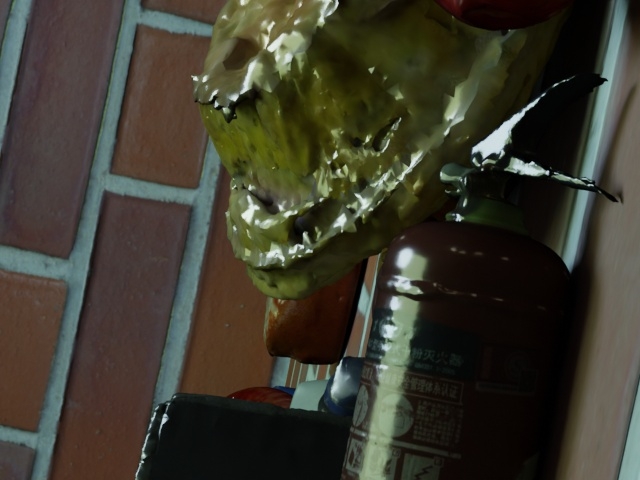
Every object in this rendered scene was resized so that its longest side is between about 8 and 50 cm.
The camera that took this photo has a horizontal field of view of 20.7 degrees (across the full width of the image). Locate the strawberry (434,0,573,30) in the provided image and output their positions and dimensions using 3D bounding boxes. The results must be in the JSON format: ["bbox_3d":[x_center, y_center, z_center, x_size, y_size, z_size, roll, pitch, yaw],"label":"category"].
[{"bbox_3d":[0.085,-0.282,0.902,0.317,0.295,0.345,-43,67,57],"label":"strawberry"}]

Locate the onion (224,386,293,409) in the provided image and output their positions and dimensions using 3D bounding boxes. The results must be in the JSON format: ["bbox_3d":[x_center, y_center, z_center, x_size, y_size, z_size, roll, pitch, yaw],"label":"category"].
[{"bbox_3d":[-0.094,0.287,2.050,0.230,0.163,0.230,-1,88,44],"label":"onion"}]

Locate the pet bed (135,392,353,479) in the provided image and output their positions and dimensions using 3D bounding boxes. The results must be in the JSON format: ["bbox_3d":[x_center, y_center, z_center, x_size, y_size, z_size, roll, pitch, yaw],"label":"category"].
[{"bbox_3d":[-0.035,0.225,1.315,0.159,0.211,0.183,84,-166,-67],"label":"pet bed"}]

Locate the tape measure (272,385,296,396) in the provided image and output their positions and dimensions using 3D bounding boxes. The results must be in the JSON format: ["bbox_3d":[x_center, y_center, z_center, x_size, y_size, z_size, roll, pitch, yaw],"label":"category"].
[{"bbox_3d":[-0.046,0.332,2.189,0.351,0.098,0.215,-89,9,-59],"label":"tape measure"}]

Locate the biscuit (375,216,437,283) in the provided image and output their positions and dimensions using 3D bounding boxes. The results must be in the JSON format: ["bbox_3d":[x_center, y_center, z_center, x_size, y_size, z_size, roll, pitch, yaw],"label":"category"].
[{"bbox_3d":[0.086,-0.092,1.452,0.359,0.046,0.359,7,-90,-87],"label":"biscuit"}]

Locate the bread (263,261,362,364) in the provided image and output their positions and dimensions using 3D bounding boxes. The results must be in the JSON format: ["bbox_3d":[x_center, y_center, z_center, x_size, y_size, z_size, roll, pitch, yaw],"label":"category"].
[{"bbox_3d":[0.000,0.003,2.338,0.295,0.114,0.327,-101,23,-78],"label":"bread"}]

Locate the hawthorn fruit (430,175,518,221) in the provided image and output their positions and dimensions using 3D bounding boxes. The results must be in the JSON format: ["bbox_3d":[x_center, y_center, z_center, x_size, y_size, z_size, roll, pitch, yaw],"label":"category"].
[{"bbox_3d":[0.097,-0.046,1.157,0.093,0.081,0.081,-134,53,-64],"label":"hawthorn fruit"}]

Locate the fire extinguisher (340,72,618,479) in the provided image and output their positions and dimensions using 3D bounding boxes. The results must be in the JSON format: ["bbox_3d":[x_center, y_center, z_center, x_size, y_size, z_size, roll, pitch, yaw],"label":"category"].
[{"bbox_3d":[0.080,0.081,0.897,0.138,0.102,0.344,11,89,54],"label":"fire extinguisher"}]

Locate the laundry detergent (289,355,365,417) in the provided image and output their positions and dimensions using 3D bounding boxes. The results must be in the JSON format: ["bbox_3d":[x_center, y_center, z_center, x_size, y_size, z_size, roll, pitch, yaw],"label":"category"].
[{"bbox_3d":[0.008,0.222,1.517,0.215,0.105,0.280,-82,6,-47],"label":"laundry detergent"}]

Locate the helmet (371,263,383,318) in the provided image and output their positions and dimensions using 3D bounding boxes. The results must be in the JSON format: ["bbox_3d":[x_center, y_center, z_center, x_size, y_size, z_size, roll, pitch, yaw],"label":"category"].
[{"bbox_3d":[0.074,0.037,1.273,0.098,0.070,0.123,104,175,-47],"label":"helmet"}]

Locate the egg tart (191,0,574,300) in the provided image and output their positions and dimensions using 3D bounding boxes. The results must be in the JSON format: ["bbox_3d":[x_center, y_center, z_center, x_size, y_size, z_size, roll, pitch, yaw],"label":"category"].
[{"bbox_3d":[0.027,-0.130,1.118,0.352,0.150,0.352,-47,23,27],"label":"egg tart"}]
